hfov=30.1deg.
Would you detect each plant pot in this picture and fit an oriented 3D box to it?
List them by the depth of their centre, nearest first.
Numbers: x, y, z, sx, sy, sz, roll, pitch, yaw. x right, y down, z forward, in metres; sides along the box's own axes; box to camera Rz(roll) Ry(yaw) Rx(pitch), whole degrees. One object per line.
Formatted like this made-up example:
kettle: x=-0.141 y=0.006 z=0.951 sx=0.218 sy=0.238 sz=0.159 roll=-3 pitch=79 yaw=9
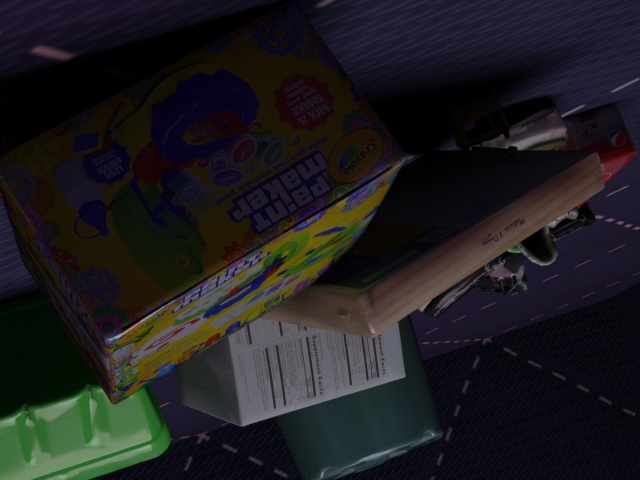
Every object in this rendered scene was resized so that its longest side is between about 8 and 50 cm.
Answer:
plant pot: x=0.034 y=0.221 z=2.030 sx=0.341 sy=0.334 sz=0.341 roll=-19 pitch=167 yaw=-5

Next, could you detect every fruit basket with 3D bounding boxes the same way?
fruit basket: x=-0.417 y=0.236 z=1.634 sx=0.392 sy=0.283 sz=0.392 roll=-20 pitch=149 yaw=-13

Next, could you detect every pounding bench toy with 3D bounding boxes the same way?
pounding bench toy: x=0.195 y=-0.128 z=1.442 sx=0.065 sy=0.083 sz=0.052 roll=-23 pitch=167 yaw=4

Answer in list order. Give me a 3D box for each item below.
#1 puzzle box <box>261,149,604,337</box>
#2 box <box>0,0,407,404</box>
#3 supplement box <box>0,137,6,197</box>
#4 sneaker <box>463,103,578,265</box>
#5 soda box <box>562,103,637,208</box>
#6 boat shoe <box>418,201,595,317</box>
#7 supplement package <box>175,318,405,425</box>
puzzle box: x=0.099 y=-0.012 z=1.378 sx=0.409 sy=0.052 sz=0.272 roll=-29 pitch=-158 yaw=-35
box: x=-0.110 y=-0.022 z=1.074 sx=0.290 sy=0.177 sz=0.279 roll=-31 pitch=170 yaw=-17
supplement box: x=-0.313 y=-0.057 z=1.028 sx=0.083 sy=0.055 sz=0.043 roll=-22 pitch=165 yaw=-1
sneaker: x=0.262 y=-0.035 z=1.696 sx=0.158 sy=0.182 sz=0.410 roll=-19 pitch=167 yaw=-9
soda box: x=0.375 y=-0.108 z=1.793 sx=0.092 sy=0.083 sz=0.263 roll=-18 pitch=166 yaw=-12
boat shoe: x=0.316 y=0.033 z=1.974 sx=0.340 sy=0.113 sz=0.127 roll=-39 pitch=173 yaw=-12
supplement package: x=-0.054 y=0.117 z=1.663 sx=0.262 sy=0.198 sz=0.199 roll=-13 pitch=-171 yaw=-30
